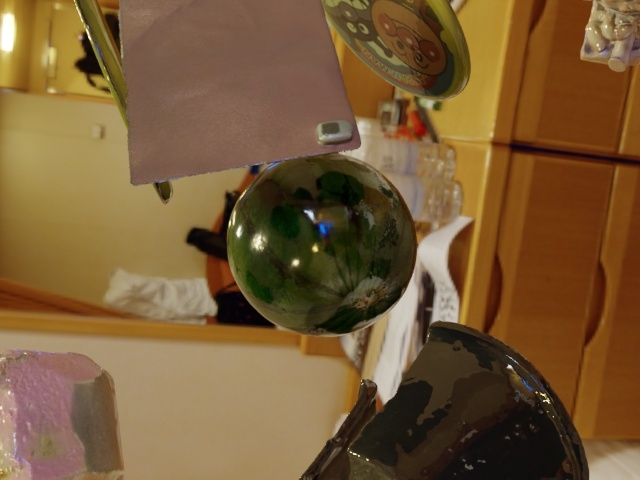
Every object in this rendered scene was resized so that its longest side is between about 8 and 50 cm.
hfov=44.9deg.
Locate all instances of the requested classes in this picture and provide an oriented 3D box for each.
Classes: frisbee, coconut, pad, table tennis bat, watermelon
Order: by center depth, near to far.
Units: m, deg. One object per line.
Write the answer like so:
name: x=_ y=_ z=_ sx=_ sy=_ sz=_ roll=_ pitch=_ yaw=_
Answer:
pad: x=-0.052 y=-0.112 z=0.415 sx=0.006 sy=0.113 sz=0.187 roll=85 pitch=174 yaw=-57
frisbee: x=-0.185 y=-0.144 z=0.726 sx=0.236 sy=0.017 sz=0.236 roll=158 pitch=90 yaw=-82
table tennis bat: x=0.050 y=-0.276 z=0.784 sx=0.224 sy=0.054 sz=0.368 roll=36 pitch=165 yaw=36
watermelon: x=0.002 y=0.003 z=0.981 sx=0.242 sy=0.242 sz=0.242 roll=-175 pitch=90 yaw=-77
coconut: x=-0.372 y=0.280 z=1.004 sx=0.233 sy=0.233 sz=0.245 roll=114 pitch=145 yaw=-55

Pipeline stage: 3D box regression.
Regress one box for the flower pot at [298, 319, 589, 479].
flower pot: x=0.139 y=0.330 z=1.035 sx=0.379 sy=0.251 sz=0.379 roll=16 pitch=116 yaw=37

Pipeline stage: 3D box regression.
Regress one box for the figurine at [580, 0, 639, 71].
figurine: x=0.505 y=-0.407 z=1.276 sx=0.236 sy=0.163 sz=0.141 roll=88 pitch=-161 yaw=-54
